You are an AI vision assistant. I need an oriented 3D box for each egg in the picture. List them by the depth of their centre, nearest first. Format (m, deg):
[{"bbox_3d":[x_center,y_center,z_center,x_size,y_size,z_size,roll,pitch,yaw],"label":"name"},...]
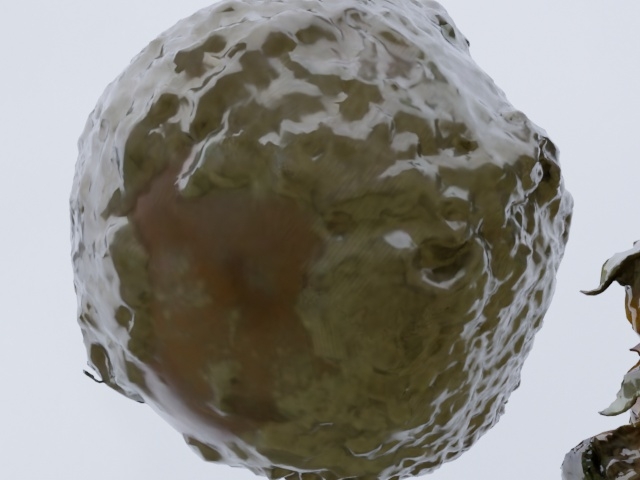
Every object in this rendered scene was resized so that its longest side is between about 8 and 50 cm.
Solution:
[{"bbox_3d":[0.000,0.000,0.856,0.279,0.279,0.310,-19,-27,9],"label":"egg"}]

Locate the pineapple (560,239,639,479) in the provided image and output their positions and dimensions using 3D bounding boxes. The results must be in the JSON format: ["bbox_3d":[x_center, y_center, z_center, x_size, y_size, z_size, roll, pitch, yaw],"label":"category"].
[{"bbox_3d":[0.142,0.085,0.487,0.164,0.140,0.250,-17,-81,-5],"label":"pineapple"}]
